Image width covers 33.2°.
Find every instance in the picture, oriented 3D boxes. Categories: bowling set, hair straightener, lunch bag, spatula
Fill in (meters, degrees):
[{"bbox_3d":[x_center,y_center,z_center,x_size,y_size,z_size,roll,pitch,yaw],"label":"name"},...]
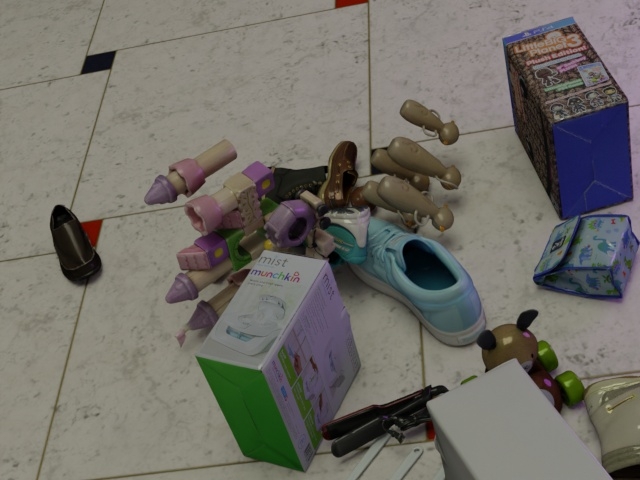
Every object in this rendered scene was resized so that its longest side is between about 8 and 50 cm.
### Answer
[{"bbox_3d":[0.166,-0.108,2.048,0.154,0.200,0.287,29,51,-12],"label":"bowling set"},{"bbox_3d":[0.122,0.289,1.680,0.230,0.047,0.089,-17,38,-12],"label":"hair straightener"},{"bbox_3d":[0.448,0.024,1.824,0.151,0.096,0.129,-1,45,39],"label":"lunch bag"},{"bbox_3d":[0.086,0.386,1.613,0.168,0.019,0.242,19,54,35],"label":"spatula"}]

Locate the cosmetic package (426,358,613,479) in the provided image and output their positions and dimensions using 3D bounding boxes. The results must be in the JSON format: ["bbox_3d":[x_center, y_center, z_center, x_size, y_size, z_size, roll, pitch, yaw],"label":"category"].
[{"bbox_3d":[0.301,0.370,1.414,0.156,0.217,0.385,-24,44,-8],"label":"cosmetic package"}]

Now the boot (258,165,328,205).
[{"bbox_3d":[-0.050,-0.087,2.124,0.137,0.077,0.198,-5,44,6],"label":"boot"}]

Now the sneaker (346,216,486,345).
[{"bbox_3d":[0.154,0.027,1.872,0.135,0.150,0.366,-35,45,-19],"label":"sneaker"}]

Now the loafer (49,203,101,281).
[{"bbox_3d":[-0.511,0.002,2.177,0.080,0.078,0.220,-29,43,-12],"label":"loafer"}]

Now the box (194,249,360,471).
[{"bbox_3d":[-0.054,0.188,1.689,0.126,0.262,0.231,9,49,27],"label":"box"}]

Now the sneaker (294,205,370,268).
[{"bbox_3d":[0.000,0.000,1.946,0.107,0.110,0.275,-7,2,-27],"label":"sneaker"}]

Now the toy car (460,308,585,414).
[{"bbox_3d":[0.298,0.185,1.626,0.155,0.188,0.149,-26,42,-9],"label":"toy car"}]

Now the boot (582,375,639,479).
[{"bbox_3d":[0.501,0.267,1.556,0.213,0.077,0.165,-14,41,12],"label":"boot"}]

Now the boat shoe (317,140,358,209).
[{"bbox_3d":[0.048,-0.127,2.129,0.060,0.064,0.178,-8,47,33],"label":"boat shoe"}]

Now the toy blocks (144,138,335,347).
[{"bbox_3d":[-0.165,0.031,1.880,0.260,0.289,0.309,-35,47,-25],"label":"toy blocks"}]

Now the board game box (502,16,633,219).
[{"bbox_3d":[0.454,-0.228,1.979,0.141,0.232,0.291,-16,41,2],"label":"board game box"}]
